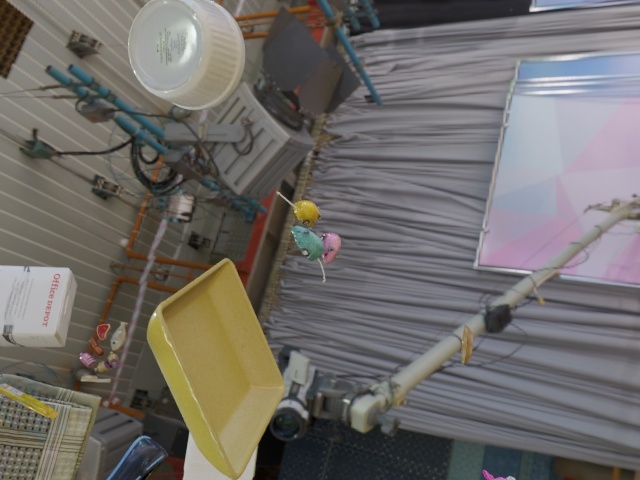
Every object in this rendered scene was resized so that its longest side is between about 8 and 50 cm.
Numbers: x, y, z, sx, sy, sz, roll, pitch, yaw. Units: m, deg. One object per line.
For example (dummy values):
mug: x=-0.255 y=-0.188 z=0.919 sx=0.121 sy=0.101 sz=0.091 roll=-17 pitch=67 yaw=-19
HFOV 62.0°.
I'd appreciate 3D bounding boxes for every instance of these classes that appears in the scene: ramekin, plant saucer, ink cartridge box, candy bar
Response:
ramekin: x=-0.255 y=-0.352 z=0.986 sx=0.109 sy=0.207 sz=0.207 roll=-17 pitch=-70 yaw=-68
plant saucer: x=0.301 y=0.214 z=1.090 sx=0.083 sy=0.015 sz=0.083 roll=5 pitch=-90 yaw=-80
ink cartridge box: x=-0.246 y=0.568 z=1.299 sx=0.056 sy=0.171 sz=0.235 roll=108 pitch=169 yaw=-77
plant saucer: x=-0.203 y=0.233 z=1.034 sx=0.333 sy=0.081 sz=0.332 roll=-50 pitch=-61 yaw=-73
candy bar: x=-0.705 y=0.385 z=1.276 sx=0.018 sy=0.162 sz=0.040 roll=-61 pitch=3 yaw=0
ink cartridge box: x=-0.657 y=0.142 z=1.146 sx=0.092 sy=0.220 sz=0.160 roll=109 pitch=162 yaw=-58

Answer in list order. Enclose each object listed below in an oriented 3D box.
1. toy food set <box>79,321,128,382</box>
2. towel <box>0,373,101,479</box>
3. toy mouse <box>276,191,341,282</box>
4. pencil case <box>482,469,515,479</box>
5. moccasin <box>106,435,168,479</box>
toy food set: x=-0.426 y=0.213 z=1.036 sx=0.019 sy=0.078 sz=0.122 roll=101 pitch=172 yaw=-60
towel: x=-0.752 y=0.510 z=1.325 sx=0.056 sy=0.312 sz=0.324 roll=156 pitch=130 yaw=-70
toy mouse: x=0.000 y=0.000 z=0.874 sx=0.161 sy=0.031 sz=0.143 roll=28 pitch=-139 yaw=-51
pencil case: x=0.279 y=0.320 z=0.578 sx=0.104 sy=0.236 sz=0.104 roll=11 pitch=-105 yaw=-44
moccasin: x=-0.551 y=0.716 z=1.471 sx=0.342 sy=0.117 sz=0.137 roll=-59 pitch=-5 yaw=-28
